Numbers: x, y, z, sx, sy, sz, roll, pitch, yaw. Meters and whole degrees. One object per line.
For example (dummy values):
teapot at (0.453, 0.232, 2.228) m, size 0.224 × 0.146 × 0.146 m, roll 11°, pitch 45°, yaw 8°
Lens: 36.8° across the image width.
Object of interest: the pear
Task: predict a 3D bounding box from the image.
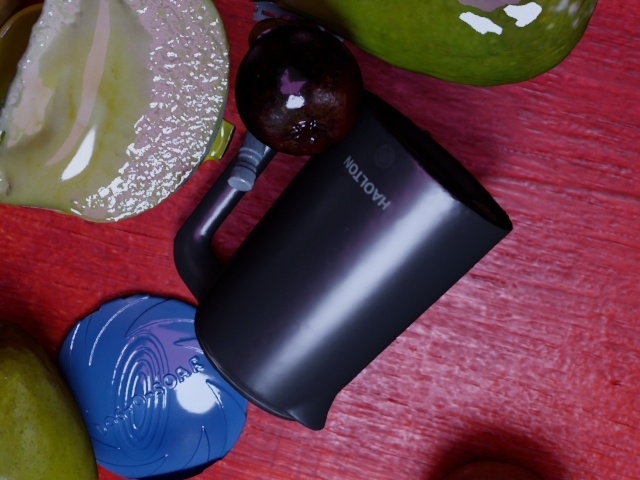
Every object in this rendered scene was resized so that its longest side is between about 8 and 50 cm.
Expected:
pear at (-0.376, 0.251, 1.076) m, size 0.252 × 0.253 × 0.307 m, roll 2°, pitch 108°, yaw 5°

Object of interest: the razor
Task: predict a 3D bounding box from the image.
razor at (-0.050, -0.155, 0.988) m, size 0.106 × 0.068 × 0.232 m, roll 17°, pitch 67°, yaw 3°

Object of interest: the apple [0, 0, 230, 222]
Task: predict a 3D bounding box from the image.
apple at (-0.190, -0.138, 0.925) m, size 0.193 × 0.120 × 0.265 m, roll 23°, pitch 105°, yaw -9°

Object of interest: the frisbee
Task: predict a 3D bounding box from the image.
frisbee at (-0.205, 0.183, 1.147) m, size 0.242 × 0.045 × 0.242 m, roll 2°, pitch 103°, yaw 7°

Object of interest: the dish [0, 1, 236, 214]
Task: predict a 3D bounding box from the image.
dish at (-0.218, -0.154, 1.038) m, size 0.262 × 0.108 × 0.221 m, roll -13°, pitch 101°, yaw 10°

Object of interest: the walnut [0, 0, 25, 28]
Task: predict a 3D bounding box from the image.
walnut at (-0.399, -0.293, 0.969) m, size 0.195 × 0.221 × 0.195 m, roll -4°, pitch 77°, yaw 18°

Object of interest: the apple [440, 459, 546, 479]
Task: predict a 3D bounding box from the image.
apple at (0.196, 0.341, 1.075) m, size 0.188 × 0.174 × 0.188 m, roll 2°, pitch 106°, yaw 5°

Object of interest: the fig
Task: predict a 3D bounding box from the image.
fig at (0.115, -0.277, 0.926) m, size 0.314 × 0.233 × 0.233 m, roll 22°, pitch 104°, yaw 11°

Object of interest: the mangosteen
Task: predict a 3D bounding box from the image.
mangosteen at (-0.023, -0.151, 0.899) m, size 0.140 × 0.140 × 0.140 m, roll 1°, pitch 103°, yaw 6°

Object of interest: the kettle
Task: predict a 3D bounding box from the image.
kettle at (0.000, 0.006, 1.009) m, size 0.262 × 0.203 × 0.308 m, roll 41°, pitch 106°, yaw -6°
